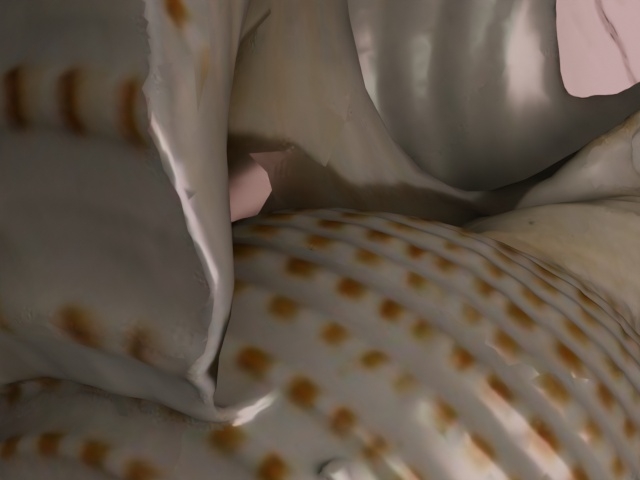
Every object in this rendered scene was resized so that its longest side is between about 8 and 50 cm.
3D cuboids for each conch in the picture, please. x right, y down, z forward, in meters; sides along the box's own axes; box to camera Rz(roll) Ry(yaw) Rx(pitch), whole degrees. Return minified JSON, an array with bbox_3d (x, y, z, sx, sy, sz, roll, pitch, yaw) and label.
[{"bbox_3d":[-0.015,0.007,0.554,0.303,0.215,0.319,62,25,-18],"label":"conch"}]
